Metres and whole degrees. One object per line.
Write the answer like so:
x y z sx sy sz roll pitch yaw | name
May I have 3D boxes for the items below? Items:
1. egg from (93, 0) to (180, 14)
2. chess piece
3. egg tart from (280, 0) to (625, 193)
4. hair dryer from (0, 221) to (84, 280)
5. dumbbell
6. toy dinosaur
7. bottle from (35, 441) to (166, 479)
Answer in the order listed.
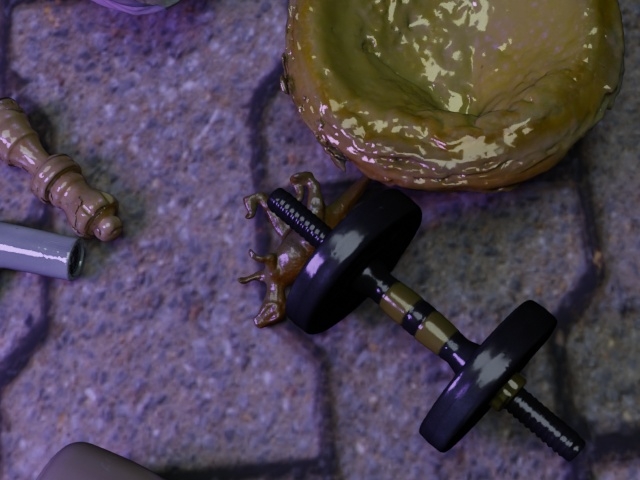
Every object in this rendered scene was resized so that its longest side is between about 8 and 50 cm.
-0.220 -0.339 1.048 0.206 0.162 0.271 -38 106 -40 | egg
-0.249 -0.059 1.007 0.172 0.060 0.060 42 79 14 | chess piece
0.117 -0.170 0.978 0.315 0.120 0.314 -1 70 3 | egg tart
-0.309 0.070 0.979 0.155 0.044 0.183 10 77 10 | hair dryer
0.080 0.064 0.885 0.325 0.143 0.143 41 79 15 | dumbbell
0.000 0.000 0.976 0.162 0.039 0.126 -14 80 -5 | toy dinosaur
-0.118 0.264 0.840 0.237 0.147 0.147 22 74 4 | bottle
